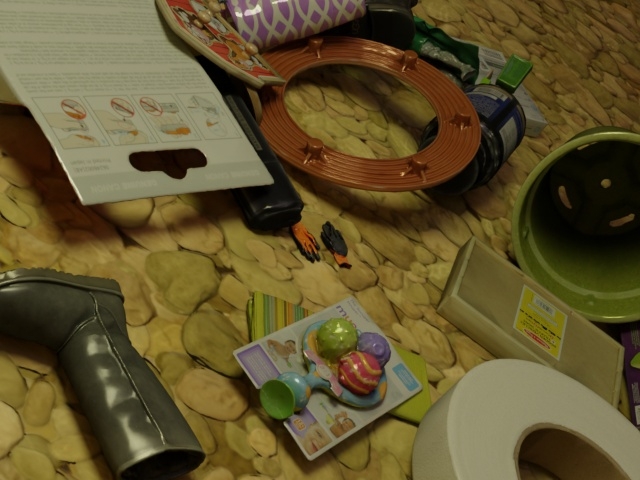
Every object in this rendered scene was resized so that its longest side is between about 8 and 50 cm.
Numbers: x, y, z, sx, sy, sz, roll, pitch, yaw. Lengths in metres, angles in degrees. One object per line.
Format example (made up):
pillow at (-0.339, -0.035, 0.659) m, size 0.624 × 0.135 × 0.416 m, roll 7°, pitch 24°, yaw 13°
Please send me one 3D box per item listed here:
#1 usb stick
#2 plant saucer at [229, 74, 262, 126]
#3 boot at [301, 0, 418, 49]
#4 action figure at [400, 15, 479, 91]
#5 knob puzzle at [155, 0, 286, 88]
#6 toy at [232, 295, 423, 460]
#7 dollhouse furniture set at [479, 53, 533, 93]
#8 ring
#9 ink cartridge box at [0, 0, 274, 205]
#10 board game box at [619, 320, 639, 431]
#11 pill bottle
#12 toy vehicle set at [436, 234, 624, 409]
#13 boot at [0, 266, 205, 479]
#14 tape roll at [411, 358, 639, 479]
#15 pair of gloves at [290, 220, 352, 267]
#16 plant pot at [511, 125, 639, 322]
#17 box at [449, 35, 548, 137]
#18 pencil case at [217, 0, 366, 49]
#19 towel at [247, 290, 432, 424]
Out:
usb stick at (-0.107, -0.124, 1.571) m, size 0.077 × 0.045 × 0.278 m, roll -15°, pitch 57°, yaw -25°
plant saucer at (-0.093, -0.179, 1.625) m, size 0.015 × 0.083 × 0.083 m, roll -21°, pitch 59°, yaw -17°
boot at (0.039, -0.373, 1.946) m, size 0.263 × 0.091 × 0.229 m, roll 10°, pitch 33°, yaw -2°
action figure at (0.148, -0.306, 2.005) m, size 0.232 × 0.137 × 0.063 m, roll 36°, pitch 58°, yaw 26°
knob puzzle at (-0.134, -0.268, 1.611) m, size 0.213 × 0.030 × 0.213 m, roll 38°, pitch 18°, yaw -15°
toy at (0.025, 0.130, 1.352) m, size 0.137 × 0.056 × 0.237 m, roll 53°, pitch 37°, yaw 11°
dollhouse furniture set at (0.286, -0.222, 1.980) m, size 0.076 × 0.152 × 0.058 m, roll 30°, pitch 62°, yaw 14°
ring at (0.058, -0.186, 1.722) m, size 0.336 × 0.032 × 0.336 m, roll 9°, pitch 41°, yaw -7°
ink cartridge box at (-0.268, -0.179, 1.458) m, size 0.308 × 0.091 × 0.385 m, roll -10°, pitch 60°, yaw -51°
board game box at (0.523, 0.130, 1.748) m, size 0.056 × 0.208 × 0.347 m, roll 57°, pitch 24°, yaw -27°
pill bottle at (0.217, -0.145, 1.851) m, size 0.123 × 0.123 × 0.219 m, roll 41°, pitch 32°, yaw 4°
toy vehicle set at (0.283, 0.119, 1.670) m, size 0.267 × 0.035 × 0.166 m, roll 37°, pitch 32°, yaw -3°
boot at (-0.216, 0.127, 1.147) m, size 0.189 × 0.076 × 0.208 m, roll 1°, pitch 55°, yaw -41°
tape roll at (0.273, 0.305, 1.388) m, size 0.392 × 0.072 × 0.392 m, roll 27°, pitch 36°, yaw -22°
pair of gloves at (0.000, 0.000, 1.561) m, size 0.083 × 0.010 × 0.074 m, roll 11°, pitch 42°, yaw -38°
plant pot at (0.423, -0.054, 1.846) m, size 0.276 × 0.276 × 0.254 m, roll 37°, pitch 22°, yaw -3°
box at (0.289, -0.262, 2.145) m, size 0.145 × 0.038 × 0.186 m, roll 8°, pitch 42°, yaw -38°
pencil case at (-0.039, -0.327, 1.778) m, size 0.206 × 0.086 × 0.088 m, roll -16°, pitch 27°, yaw -8°
towel at (0.023, 0.136, 1.411) m, size 0.237 × 0.021 × 0.102 m, roll 23°, pitch 41°, yaw -25°
